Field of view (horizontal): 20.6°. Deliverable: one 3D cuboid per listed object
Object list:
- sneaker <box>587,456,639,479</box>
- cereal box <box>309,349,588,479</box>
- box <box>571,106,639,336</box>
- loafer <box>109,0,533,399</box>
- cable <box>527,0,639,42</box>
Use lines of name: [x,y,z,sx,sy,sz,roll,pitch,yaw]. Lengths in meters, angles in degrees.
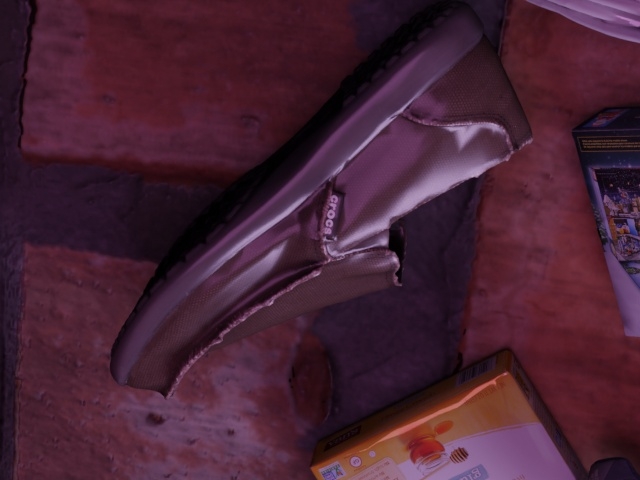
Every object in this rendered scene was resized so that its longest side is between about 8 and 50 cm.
sneaker: [0.316,0.228,1.267,0.300,0.121,0.111,15,151,-17]
cereal box: [0.126,0.220,1.324,0.173,0.047,0.240,-29,104,17]
box: [0.285,-0.010,1.149,0.233,0.044,0.159,2,116,46]
loafer: [0.000,0.000,1.212,0.130,0.134,0.366,45,110,-9]
cable: [0.206,-0.175,1.055,0.257,0.257,0.089,23,109,25]
